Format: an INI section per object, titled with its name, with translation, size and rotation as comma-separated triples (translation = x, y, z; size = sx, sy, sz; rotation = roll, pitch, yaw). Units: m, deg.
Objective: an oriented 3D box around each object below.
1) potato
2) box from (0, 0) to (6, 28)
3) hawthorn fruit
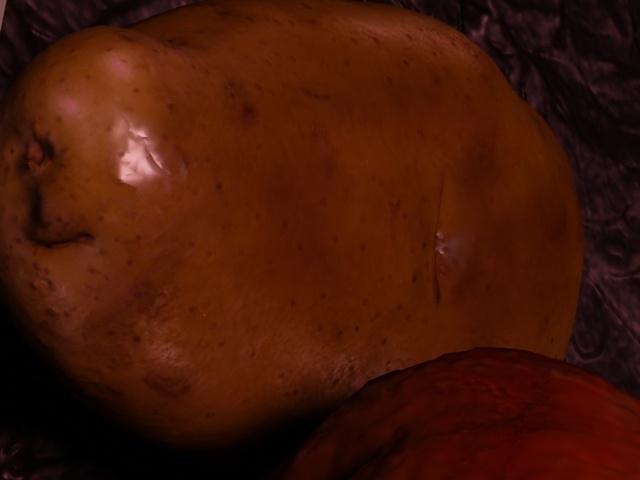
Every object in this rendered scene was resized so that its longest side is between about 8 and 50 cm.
[potato]
translation = 0.000, 0.000, 0.751
size = 0.176, 0.195, 0.369
rotation = 49, 21, 27
[box]
translation = -0.234, -0.099, 0.624
size = 0.225, 0.117, 0.225
rotation = 24, 61, -36
[hawthorn fruit]
translation = 0.073, 0.168, 0.628
size = 0.258, 0.262, 0.258
rotation = 2, 90, -86
